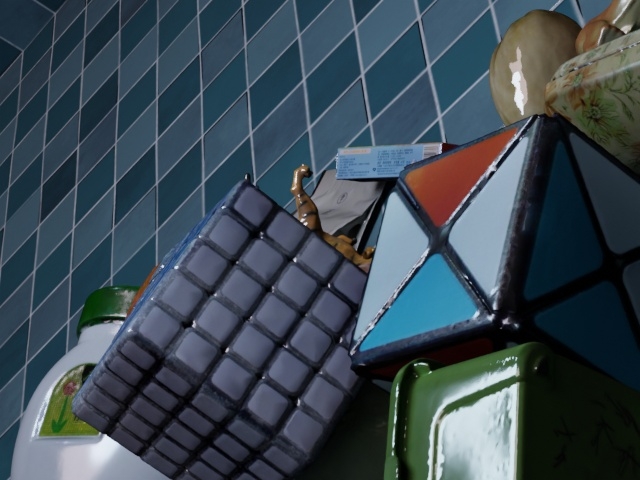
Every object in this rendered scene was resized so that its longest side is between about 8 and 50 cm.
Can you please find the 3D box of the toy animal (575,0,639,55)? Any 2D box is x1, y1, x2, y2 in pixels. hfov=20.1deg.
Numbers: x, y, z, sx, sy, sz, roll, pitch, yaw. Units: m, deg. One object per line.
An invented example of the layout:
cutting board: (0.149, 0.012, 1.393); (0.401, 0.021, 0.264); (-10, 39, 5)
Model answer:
toy animal: (0.374, -0.276, 2.077); (0.312, 0.097, 0.157); (-56, 15, 11)

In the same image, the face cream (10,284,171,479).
face cream: (-0.264, 0.262, 2.416); (0.312, 0.219, 0.357); (-6, 56, 34)

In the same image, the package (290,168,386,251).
package: (-0.009, -0.001, 2.467); (0.251, 0.062, 0.204); (-53, 24, -19)

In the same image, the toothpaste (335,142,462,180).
toothpaste: (0.110, -0.099, 2.338); (0.193, 0.070, 0.044); (0, 85, 48)

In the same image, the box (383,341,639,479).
box: (0.192, 0.259, 1.599); (0.177, 0.252, 0.329); (-32, 46, 45)

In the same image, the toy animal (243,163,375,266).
toy animal: (0.000, 0.005, 2.295); (0.116, 0.255, 0.114); (-52, -9, -28)

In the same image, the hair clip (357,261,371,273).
hair clip: (0.075, 0.033, 2.101); (0.173, 0.300, 0.069); (-10, 97, 46)

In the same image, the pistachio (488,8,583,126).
pistachio: (0.262, -0.191, 2.154); (0.126, 0.108, 0.186); (4, 64, 13)

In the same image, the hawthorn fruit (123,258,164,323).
hawthorn fruit: (-0.100, 0.144, 2.210); (0.316, 0.316, 0.316); (-40, 32, 32)

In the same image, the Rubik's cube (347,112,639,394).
Rubik's cube: (0.209, 0.053, 1.828); (0.250, 0.248, 0.246); (-22, 46, 49)

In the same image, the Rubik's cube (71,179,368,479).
Rubik's cube: (-0.090, 0.122, 1.910); (0.237, 0.238, 0.237); (-57, 6, -32)

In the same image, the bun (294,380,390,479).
bun: (0.073, 0.218, 1.985); (0.259, 0.160, 0.259); (-51, 6, 8)

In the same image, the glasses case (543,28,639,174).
glasses case: (0.402, -0.165, 1.823); (0.425, 0.156, 0.098); (-19, 39, 52)
